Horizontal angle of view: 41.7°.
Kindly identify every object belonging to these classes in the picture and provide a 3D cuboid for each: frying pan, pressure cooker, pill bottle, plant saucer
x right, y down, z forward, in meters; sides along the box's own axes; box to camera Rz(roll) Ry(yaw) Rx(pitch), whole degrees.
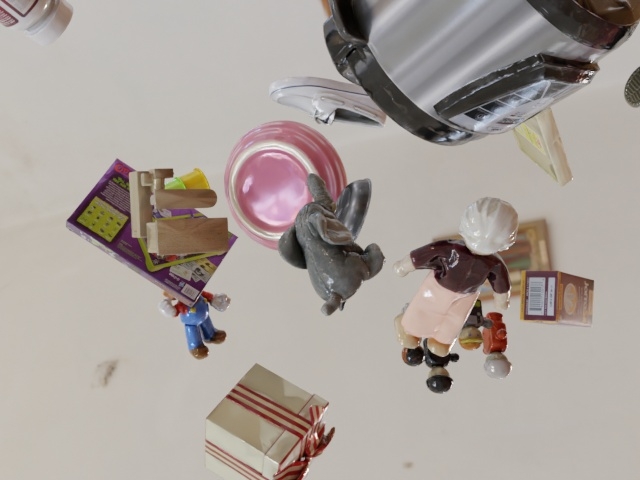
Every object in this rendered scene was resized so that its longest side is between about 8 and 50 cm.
[{"bbox_3d":[0.045,0.006,1.910,0.197,0.053,0.326,153,136,-71],"label":"frying pan"},{"bbox_3d":[0.232,-0.355,1.309,0.370,0.420,0.375,42,-134,-15],"label":"pressure cooker"},{"bbox_3d":[-0.572,-0.462,1.541,0.221,0.121,0.121,38,-137,-44],"label":"pill bottle"},{"bbox_3d":[-0.099,-0.129,2.088,0.084,0.332,0.332,-32,-69,-65],"label":"plant saucer"}]

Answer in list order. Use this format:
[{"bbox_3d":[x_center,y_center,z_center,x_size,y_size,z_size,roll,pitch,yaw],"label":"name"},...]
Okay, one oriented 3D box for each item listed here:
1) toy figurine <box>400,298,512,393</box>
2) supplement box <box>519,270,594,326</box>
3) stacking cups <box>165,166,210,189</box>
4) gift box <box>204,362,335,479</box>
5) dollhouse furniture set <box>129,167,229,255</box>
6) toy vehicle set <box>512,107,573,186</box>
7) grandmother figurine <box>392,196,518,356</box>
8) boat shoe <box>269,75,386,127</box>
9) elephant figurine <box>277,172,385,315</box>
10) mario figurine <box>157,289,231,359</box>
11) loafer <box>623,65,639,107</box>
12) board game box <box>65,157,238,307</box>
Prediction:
[{"bbox_3d":[0.276,0.214,1.748,0.209,0.213,0.148,43,-141,-47],"label":"toy figurine"},{"bbox_3d":[0.485,0.121,1.716,0.188,0.081,0.104,11,-99,-50],"label":"supplement box"},{"bbox_3d":[-0.454,-0.100,2.243,0.096,0.316,0.096,47,150,38],"label":"stacking cups"},{"bbox_3d":[-0.127,0.490,2.088,0.255,0.258,0.276,-49,-23,-37],"label":"gift box"},{"bbox_3d":[-0.245,-0.051,1.441,0.123,0.151,0.144,-3,-88,-28],"label":"dollhouse furniture set"},{"bbox_3d":[0.483,-0.249,1.907,0.166,0.035,0.267,53,-178,40],"label":"toy vehicle set"},{"bbox_3d":[0.224,0.058,1.398,0.342,0.208,0.104,114,158,-45],"label":"grandmother figurine"},{"bbox_3d":[0.017,-0.287,1.782,0.095,0.258,0.084,94,-179,-73],"label":"boat shoe"},{"bbox_3d":[0.000,0.000,1.668,0.239,0.169,0.186,52,178,-3],"label":"elephant figurine"},{"bbox_3d":[-0.370,0.197,2.500,0.198,0.170,0.320,-89,-18,-63],"label":"mario figurine"},{"bbox_3d":[0.504,-0.248,1.219,0.050,0.148,0.056,0,-124,-34],"label":"loafer"},{"bbox_3d":[-0.392,-0.019,1.978,0.208,0.347,0.056,-58,4,-25],"label":"board game box"}]
